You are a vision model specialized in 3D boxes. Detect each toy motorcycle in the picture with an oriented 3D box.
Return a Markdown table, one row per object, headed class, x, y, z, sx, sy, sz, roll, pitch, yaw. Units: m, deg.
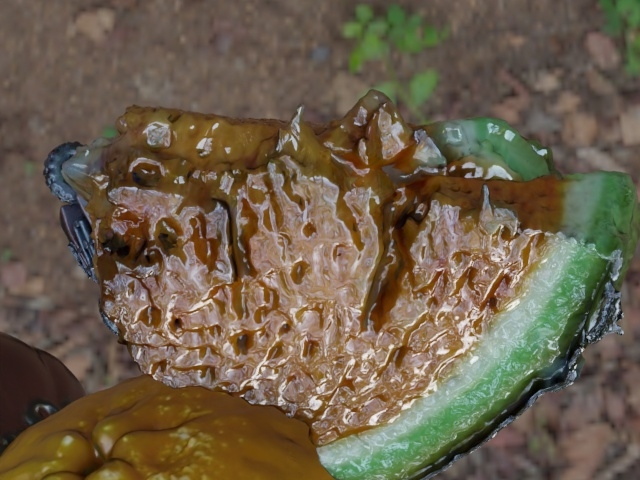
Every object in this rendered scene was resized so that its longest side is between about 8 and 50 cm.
| class | x | y | z | sx | sy | sz | roll | pitch | yaw |
| --- | --- | --- | --- | --- | --- | --- | --- | --- | --- |
| toy motorcycle | -0.202 | -0.008 | 1.976 | 0.122 | 0.213 | 0.082 | -20 | 176 | -27 |

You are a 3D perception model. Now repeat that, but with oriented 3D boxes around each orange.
| class | x | y | z | sx | sy | sz | roll | pitch | yaw |
| --- | --- | --- | --- | --- | --- | --- | --- | --- | --- |
| orange | -0.091 | 0.240 | 1.301 | 0.340 | 0.340 | 0.293 | -12 | 126 | 13 |

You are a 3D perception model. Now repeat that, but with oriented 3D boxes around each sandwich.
| class | x | y | z | sx | sy | sz | roll | pitch | yaw |
| --- | --- | --- | --- | --- | --- | --- | --- | --- | --- |
| sandwich | 0.000 | 0.000 | 1.078 | 0.301 | 0.162 | 0.250 | 21 | 130 | -18 |

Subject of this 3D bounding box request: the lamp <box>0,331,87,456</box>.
| class | x | y | z | sx | sy | sz | roll | pitch | yaw |
| --- | --- | --- | --- | --- | --- | --- | --- | --- | --- |
| lamp | -0.310 | 0.221 | 1.620 | 0.257 | 0.303 | 0.303 | -3 | 146 | 44 |
